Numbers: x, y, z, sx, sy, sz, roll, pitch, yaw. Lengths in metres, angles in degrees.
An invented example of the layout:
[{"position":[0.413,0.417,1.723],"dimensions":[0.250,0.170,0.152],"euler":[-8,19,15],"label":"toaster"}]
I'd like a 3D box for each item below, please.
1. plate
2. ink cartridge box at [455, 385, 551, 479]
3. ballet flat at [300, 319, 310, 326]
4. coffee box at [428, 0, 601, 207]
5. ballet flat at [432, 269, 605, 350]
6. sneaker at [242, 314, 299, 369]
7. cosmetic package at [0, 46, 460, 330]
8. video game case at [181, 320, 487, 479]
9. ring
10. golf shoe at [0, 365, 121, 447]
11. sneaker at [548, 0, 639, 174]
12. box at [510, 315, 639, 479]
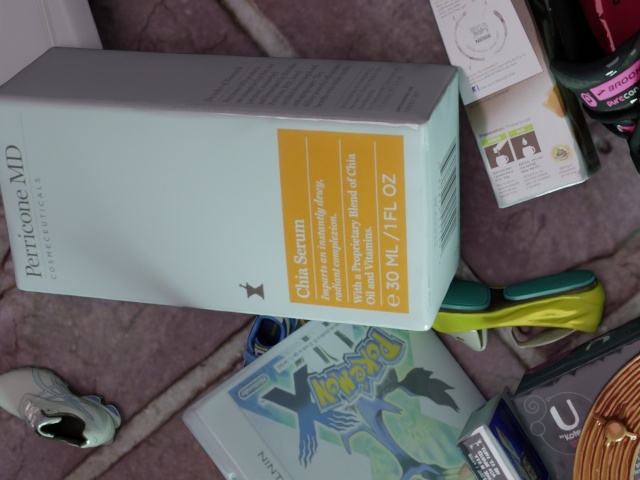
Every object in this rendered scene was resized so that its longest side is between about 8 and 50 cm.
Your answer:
[{"position":[-0.396,-0.259,1.534],"dimensions":[0.278,0.045,0.277],"euler":[-15,92,18],"label":"plate"},{"position":[0.222,0.267,1.431],"dimensions":[0.045,0.208,0.206],"euler":[-33,87,15],"label":"ink cartridge box"},{"position":[0.000,0.000,1.532],"dimensions":[0.080,0.073,0.232],"euler":[-6,95,19],"label":"ballet flat"},{"position":[0.201,-0.170,1.416],"dimensions":[0.098,0.141,0.246],"euler":[-19,92,18],"label":"coffee box"},{"position":[0.194,0.082,1.487],"dimensions":[0.231,0.077,0.077],"euler":[-5,111,11],"label":"ballet flat"},{"position":[-0.066,0.137,1.577],"dimensions":[0.053,0.059,0.144],"euler":[14,102,12],"label":"sneaker"},{"position":[-0.093,-0.061,1.399],"dimensions":[0.453,0.161,0.230],"euler":[4,118,17],"label":"cosmetic package"},{"position":[0.057,0.219,1.426],"dimensions":[0.300,0.329,0.036],"euler":[53,136,4],"label":"video game case"},{"position":[0.414,0.243,1.318],"dimensions":[0.337,0.032,0.336],"euler":[2,97,14],"label":"ring"},{"position":[-0.333,0.204,1.651],"dimensions":[0.176,0.086,0.069],"euler":[16,103,15],"label":"golf shoe"},{"position":[0.324,-0.136,1.333],"dimensions":[0.185,0.202,0.482],"euler":[-33,80,49],"label":"sneaker"},{"position":[0.338,0.235,1.427],"dimensions":[0.165,0.143,0.270],"euler":[-28,90,16],"label":"box"}]
